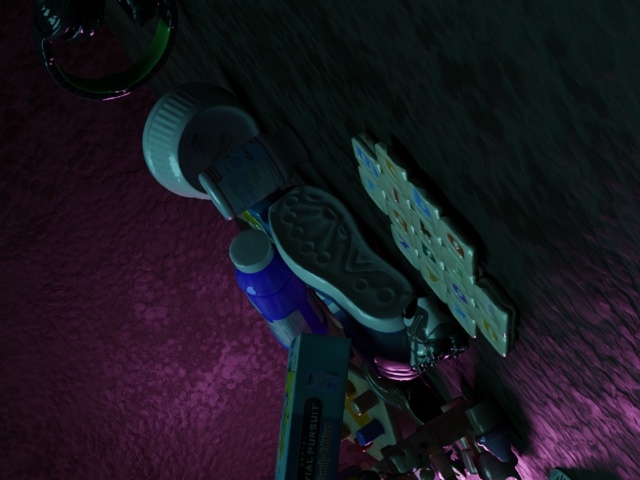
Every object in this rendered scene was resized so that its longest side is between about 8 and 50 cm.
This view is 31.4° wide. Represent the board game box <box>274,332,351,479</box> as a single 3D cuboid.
[{"bbox_3d":[-0.022,0.315,1.702,0.254,0.079,0.336,118,159,-80],"label":"board game box"}]

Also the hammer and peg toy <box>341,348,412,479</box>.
[{"bbox_3d":[0.114,0.424,2.536,0.266,0.127,0.361,24,138,53],"label":"hammer and peg toy"}]

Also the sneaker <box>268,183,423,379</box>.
[{"bbox_3d":[0.048,0.082,1.745,0.323,0.130,0.236,44,164,34],"label":"sneaker"}]

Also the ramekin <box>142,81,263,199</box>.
[{"bbox_3d":[-0.197,-0.168,1.999,0.109,0.207,0.207,29,154,56],"label":"ramekin"}]

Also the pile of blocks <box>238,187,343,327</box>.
[{"bbox_3d":[-0.015,-0.008,1.903,0.362,0.112,0.149,47,164,3],"label":"pile of blocks"}]

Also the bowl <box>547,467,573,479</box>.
[{"bbox_3d":[0.329,0.392,1.497,0.170,0.080,0.170,55,173,10],"label":"bowl"}]

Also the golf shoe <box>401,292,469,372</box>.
[{"bbox_3d":[0.150,0.121,1.539,0.198,0.077,0.094,111,135,-73],"label":"golf shoe"}]

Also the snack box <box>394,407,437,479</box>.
[{"bbox_3d":[0.213,0.469,2.667,0.207,0.070,0.174,51,171,20],"label":"snack box"}]

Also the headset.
[{"bbox_3d":[-0.348,-0.397,1.866,0.185,0.243,0.394,48,150,42],"label":"headset"}]

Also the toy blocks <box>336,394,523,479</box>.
[{"bbox_3d":[0.188,0.406,1.686,0.260,0.288,0.309,61,171,5],"label":"toy blocks"}]

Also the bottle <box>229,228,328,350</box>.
[{"bbox_3d":[-0.069,0.079,1.821,0.118,0.092,0.283,53,175,33],"label":"bottle"}]

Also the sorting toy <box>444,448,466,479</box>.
[{"bbox_3d":[0.279,0.465,2.369,0.061,0.042,0.102,40,160,1],"label":"sorting toy"}]

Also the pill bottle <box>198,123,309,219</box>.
[{"bbox_3d":[-0.100,-0.108,1.750,0.087,0.160,0.087,54,173,10],"label":"pill bottle"}]

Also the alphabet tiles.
[{"bbox_3d":[0.129,0.003,1.295,0.284,0.021,0.278,53,173,25],"label":"alphabet tiles"}]

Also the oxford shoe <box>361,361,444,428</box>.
[{"bbox_3d":[0.163,0.274,2.099,0.227,0.083,0.096,38,163,26],"label":"oxford shoe"}]
